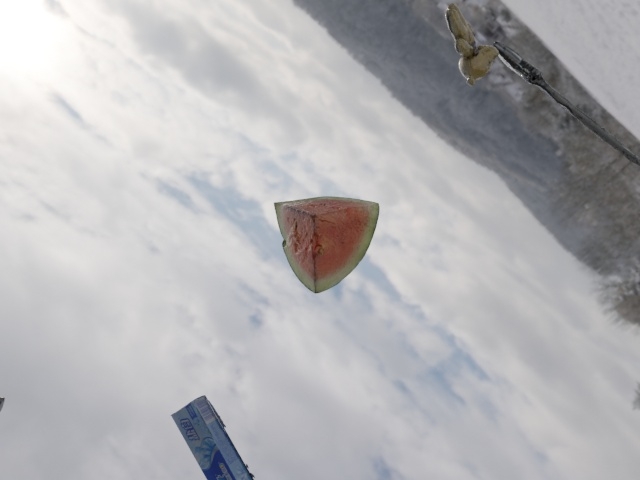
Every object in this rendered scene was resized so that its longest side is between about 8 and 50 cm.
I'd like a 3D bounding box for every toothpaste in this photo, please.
[{"bbox_3d":[-0.180,0.423,1.235,0.272,0.066,0.053,58,-160,9],"label":"toothpaste"}]

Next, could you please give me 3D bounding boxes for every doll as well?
[{"bbox_3d":[0.174,-0.238,0.812,0.093,0.051,0.061,41,-140,-15],"label":"doll"}]

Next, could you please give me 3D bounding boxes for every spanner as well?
[{"bbox_3d":[0.399,-0.212,1.061,0.325,0.026,0.093,35,-160,-10],"label":"spanner"}]

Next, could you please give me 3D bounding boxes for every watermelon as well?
[{"bbox_3d":[0.006,0.004,1.172,0.137,0.193,0.145,-40,-52,-70],"label":"watermelon"}]

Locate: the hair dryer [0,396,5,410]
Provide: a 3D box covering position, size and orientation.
[{"bbox_3d":[-0.534,0.147,0.860,0.284,0.155,0.320,19,-144,-14],"label":"hair dryer"}]
